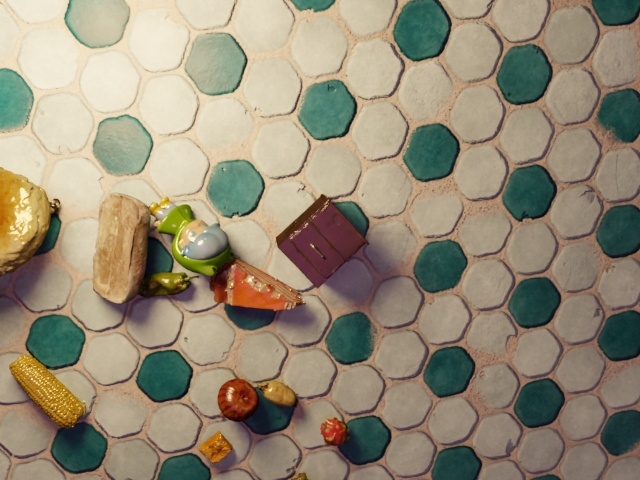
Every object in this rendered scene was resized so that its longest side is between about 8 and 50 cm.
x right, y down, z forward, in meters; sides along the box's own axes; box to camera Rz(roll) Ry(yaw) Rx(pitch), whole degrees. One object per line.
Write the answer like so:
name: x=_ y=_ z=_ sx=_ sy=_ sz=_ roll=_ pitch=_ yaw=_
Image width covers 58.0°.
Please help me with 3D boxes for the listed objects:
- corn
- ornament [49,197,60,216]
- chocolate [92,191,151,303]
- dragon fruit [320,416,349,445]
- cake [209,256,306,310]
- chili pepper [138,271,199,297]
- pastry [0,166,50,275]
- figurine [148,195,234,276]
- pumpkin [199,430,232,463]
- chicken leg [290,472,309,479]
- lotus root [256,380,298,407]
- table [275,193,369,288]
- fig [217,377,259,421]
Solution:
corn: x=-0.799 y=0.442 z=1.690 sx=0.091 sy=0.091 sz=0.260 roll=-40 pitch=97 yaw=6
ornament: x=-0.800 y=-0.039 z=1.599 sx=0.088 sy=0.081 sz=0.203 roll=41 pitch=94 yaw=-12
chocolate: x=-0.542 y=0.020 z=1.608 sx=0.101 sy=0.185 sz=0.303 roll=-3 pitch=107 yaw=-48
dragon fruit: x=0.048 y=0.603 z=1.809 sx=0.086 sy=0.081 sz=0.116 roll=-32 pitch=132 yaw=-3
cake: x=-0.178 y=0.133 z=1.684 sx=0.288 sy=0.098 sz=0.135 roll=12 pitch=100 yaw=-7
chili pepper: x=-0.433 y=0.126 z=1.673 sx=0.204 sy=0.073 sz=0.072 roll=-7 pitch=120 yaw=7
pastry: x=-0.860 y=-0.043 z=1.497 sx=0.330 sy=0.136 sz=0.329 roll=-2 pitch=77 yaw=7
figurine: x=-0.362 y=-0.015 z=1.616 sx=0.263 sy=0.162 sz=0.143 roll=42 pitch=127 yaw=4
pumpkin: x=-0.325 y=0.643 z=1.793 sx=0.083 sy=0.054 sz=0.074 roll=-37 pitch=113 yaw=-13
chicken leg: x=-0.026 y=0.789 z=1.848 sx=0.178 sy=0.070 sz=0.093 roll=13 pitch=93 yaw=-15
lotus root: x=-0.131 y=0.465 z=1.766 sx=0.152 sy=0.072 sz=0.063 roll=28 pitch=107 yaw=-17
table: x=0.000 y=0.000 z=1.637 sx=0.193 sy=0.172 sz=0.169 roll=-42 pitch=102 yaw=3
fig: x=-0.248 y=0.492 z=1.743 sx=0.129 sy=0.128 sz=0.150 roll=-3 pitch=128 yaw=-5
